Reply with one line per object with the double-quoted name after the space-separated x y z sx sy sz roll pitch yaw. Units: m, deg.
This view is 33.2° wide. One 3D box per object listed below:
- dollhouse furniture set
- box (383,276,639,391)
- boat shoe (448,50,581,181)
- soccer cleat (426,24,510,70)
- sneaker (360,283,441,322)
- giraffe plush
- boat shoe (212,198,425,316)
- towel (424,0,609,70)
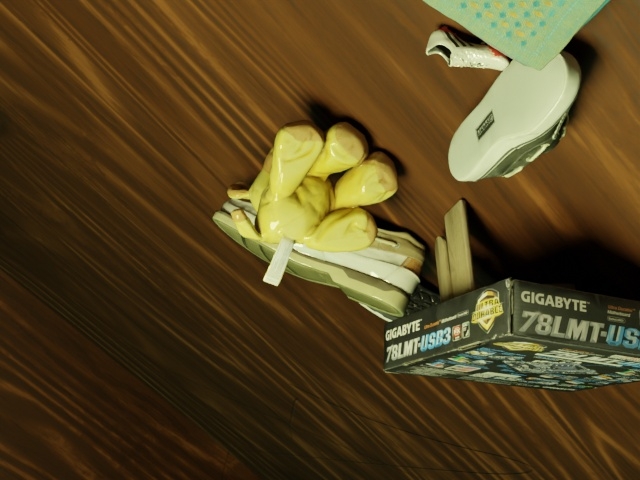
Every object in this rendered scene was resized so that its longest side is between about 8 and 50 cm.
0.228 0.032 1.356 0.151 0.123 0.144 0 162 -14 "dollhouse furniture set"
0.268 0.123 1.281 0.295 0.073 0.293 9 162 -21 "box"
0.201 -0.120 1.050 0.070 0.078 0.219 1 162 -20 "boat shoe"
0.142 -0.179 1.038 0.083 0.036 0.029 27 156 12 "soccer cleat"
0.121 0.102 1.549 0.234 0.084 0.097 34 157 -4 "sneaker"
-0.026 -0.061 1.345 0.181 0.210 0.170 38 -175 -21 "giraffe plush"
0.000 0.000 1.474 0.302 0.103 0.113 24 168 15 "boat shoe"
0.085 -0.294 0.799 0.370 0.040 0.271 30 150 -10 "towel"
